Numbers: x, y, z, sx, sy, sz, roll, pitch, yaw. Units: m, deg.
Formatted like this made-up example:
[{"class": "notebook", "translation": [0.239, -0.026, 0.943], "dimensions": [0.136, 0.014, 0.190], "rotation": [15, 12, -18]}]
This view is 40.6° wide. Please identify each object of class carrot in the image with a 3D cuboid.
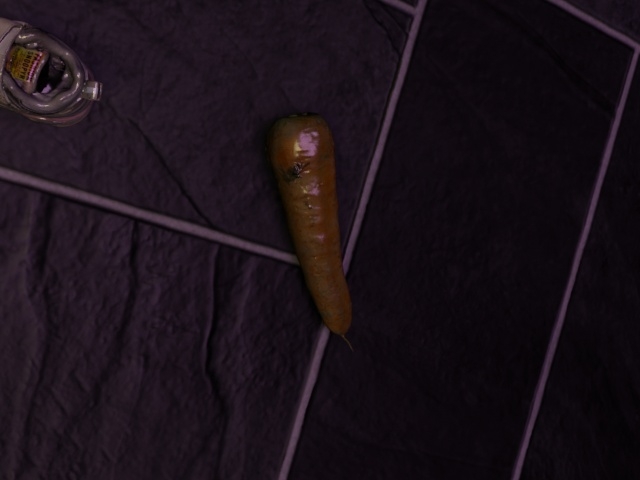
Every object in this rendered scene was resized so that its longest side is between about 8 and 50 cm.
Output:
[{"class": "carrot", "translation": [0.000, 0.000, 0.992], "dimensions": [0.078, 0.078, 0.298], "rotation": [-21, 110, -25]}]

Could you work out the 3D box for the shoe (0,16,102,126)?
[{"class": "shoe", "translation": [-0.288, -0.160, 0.798], "dimensions": [0.180, 0.092, 0.089], "rotation": [21, 87, -29]}]
